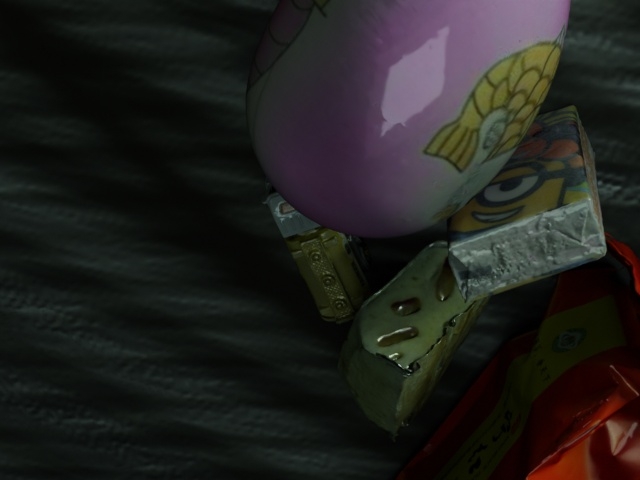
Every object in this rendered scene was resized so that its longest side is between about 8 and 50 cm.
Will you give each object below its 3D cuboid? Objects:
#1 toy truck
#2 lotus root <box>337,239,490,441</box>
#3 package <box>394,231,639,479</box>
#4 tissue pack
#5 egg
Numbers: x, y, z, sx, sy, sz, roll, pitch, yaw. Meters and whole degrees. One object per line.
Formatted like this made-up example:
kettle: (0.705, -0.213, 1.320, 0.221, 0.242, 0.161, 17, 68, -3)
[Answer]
toy truck: (0.000, 0.000, 1.445, 0.052, 0.063, 0.123, -18, 119, 14)
lotus root: (0.062, 0.081, 1.464, 0.070, 0.143, 0.144, 34, 136, 14)
package: (0.157, 0.192, 1.479, 0.123, 0.196, 0.424, 24, 119, -17)
tissue pack: (0.145, -0.028, 1.370, 0.108, 0.148, 0.060, -19, 118, 13)
egg: (0.059, -0.127, 1.287, 0.196, 0.196, 0.271, 16, 121, -7)
